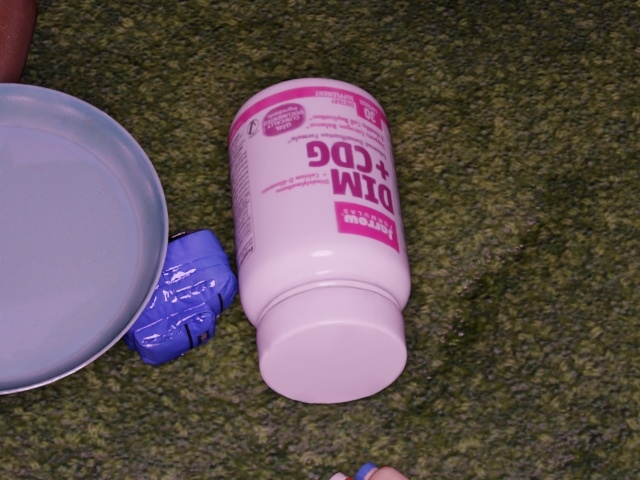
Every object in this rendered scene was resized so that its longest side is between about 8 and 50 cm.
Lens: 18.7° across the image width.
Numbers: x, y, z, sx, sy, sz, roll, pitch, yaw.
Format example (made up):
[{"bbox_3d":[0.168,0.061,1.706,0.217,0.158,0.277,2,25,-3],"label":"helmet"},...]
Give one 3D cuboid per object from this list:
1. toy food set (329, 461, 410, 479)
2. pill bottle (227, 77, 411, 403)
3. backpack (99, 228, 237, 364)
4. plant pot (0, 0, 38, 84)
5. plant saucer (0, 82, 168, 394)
[{"bbox_3d":[0.028,0.264,1.643,0.104,0.111,0.232,36,52,25],"label":"toy food set"},{"bbox_3d":[0.000,0.000,1.826,0.160,0.160,0.283,-4,53,-4],"label":"pill bottle"},{"bbox_3d":[-0.135,0.052,1.821,0.120,0.098,0.101,-28,77,-11],"label":"backpack"},{"bbox_3d":[-0.394,-0.136,1.913,0.215,0.215,0.230,1,67,0],"label":"plant pot"},{"bbox_3d":[-0.295,0.002,1.760,0.318,0.043,0.317,0,62,0],"label":"plant saucer"}]
